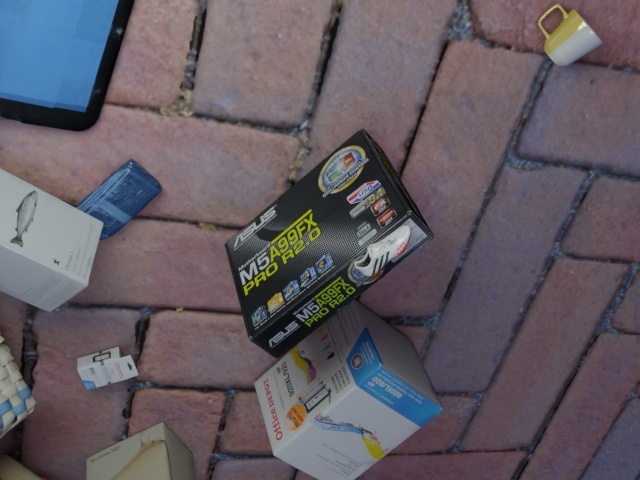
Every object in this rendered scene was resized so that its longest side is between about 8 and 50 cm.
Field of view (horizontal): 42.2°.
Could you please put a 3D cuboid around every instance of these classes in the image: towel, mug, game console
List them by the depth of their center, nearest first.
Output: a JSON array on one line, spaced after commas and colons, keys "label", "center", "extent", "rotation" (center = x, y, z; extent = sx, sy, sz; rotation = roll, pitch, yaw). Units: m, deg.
[{"label": "game console", "center": [-0.324, -0.229, 0.886], "extent": [0.173, 0.250, 0.293], "rotation": [22, 118, -6]}, {"label": "towel", "center": [-0.277, -0.051, 1.126], "extent": [0.119, 0.029, 0.067], "rotation": [-40, 127, 13]}, {"label": "mug", "center": [0.337, -0.277, 1.135], "extent": [0.064, 0.078, 0.062], "rotation": [-41, 159, 25]}]

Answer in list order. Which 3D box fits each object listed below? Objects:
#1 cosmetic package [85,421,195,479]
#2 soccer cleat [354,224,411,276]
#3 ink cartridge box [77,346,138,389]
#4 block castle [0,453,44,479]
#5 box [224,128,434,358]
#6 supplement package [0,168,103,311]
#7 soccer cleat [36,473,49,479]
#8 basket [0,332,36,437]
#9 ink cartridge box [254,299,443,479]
[{"label": "cosmetic package", "center": [-0.279, 0.463, 1.323], "extent": [0.160, 0.309, 0.113], "rotation": [-27, 129, 3]}, {"label": "soccer cleat", "center": [0.076, 0.011, 1.003], "extent": [0.035, 0.029, 0.083], "rotation": [26, 119, -36]}, {"label": "ink cartridge box", "center": [-0.330, 0.197, 1.290], "extent": [0.083, 0.028, 0.048], "rotation": [-15, 128, -5]}, {"label": "block castle", "center": [-0.511, 0.567, 1.186], "extent": [0.303, 0.212, 0.454], "rotation": [-18, 133, -63]}, {"label": "box", "center": [0.000, 0.000, 1.127], "extent": [0.270, 0.216, 0.060], "rotation": [-38, 128, 13]}, {"label": "supplement package", "center": [-0.389, -0.002, 1.062], "extent": [0.179, 0.105, 0.105], "rotation": [31, 137, -33]}, {"label": "soccer cleat", "center": [-0.452, 0.539, 1.430], "extent": [0.115, 0.143, 0.331], "rotation": [-19, 128, -2]}, {"label": "basket", "center": [-0.560, 0.185, 1.125], "extent": [0.254, 0.201, 0.289], "rotation": [-36, 99, 13]}, {"label": "ink cartridge box", "center": [0.040, 0.251, 1.349], "extent": [0.232, 0.171, 0.168], "rotation": [-43, 125, 15]}]
